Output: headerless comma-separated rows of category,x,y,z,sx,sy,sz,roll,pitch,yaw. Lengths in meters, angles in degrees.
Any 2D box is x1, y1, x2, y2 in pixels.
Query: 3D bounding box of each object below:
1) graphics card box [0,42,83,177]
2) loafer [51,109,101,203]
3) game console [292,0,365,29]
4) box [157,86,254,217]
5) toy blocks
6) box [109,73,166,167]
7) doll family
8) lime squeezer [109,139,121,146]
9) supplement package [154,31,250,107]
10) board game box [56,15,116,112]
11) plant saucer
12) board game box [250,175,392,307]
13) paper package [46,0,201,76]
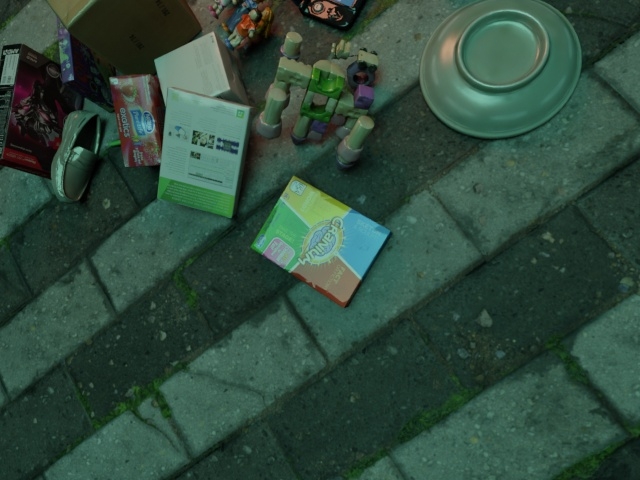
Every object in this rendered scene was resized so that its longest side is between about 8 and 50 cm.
graphics card box,-0.917,-0.404,1.303,0.095,0.233,0.370,3,84,19
loafer,-0.797,-0.278,1.321,0.112,0.112,0.318,2,83,23
game console,0.029,-0.807,1.139,0.250,0.173,0.292,30,92,16
box,-0.331,-0.245,1.142,0.233,0.058,0.321,15,109,1
toy blocks,-0.017,-0.354,1.098,0.289,0.260,0.308,13,60,-12
box,-0.522,-0.353,1.202,0.123,0.128,0.256,-4,103,2
doll family,-0.227,-0.691,1.233,0.163,0.118,0.262,-36,66,21
lime squeezer,-0.567,-0.383,1.303,0.310,0.059,0.109,-39,76,8
supplement package,-0.351,-0.466,1.208,0.203,0.149,0.194,-19,80,12
board game box,-0.753,-0.620,1.300,0.056,0.208,0.346,-12,81,13
plant saucer,0.459,-0.467,1.029,0.401,0.100,0.399,-2,83,14
board game box,0.000,0.000,1.109,0.317,0.064,0.242,31,92,16
paper package,-0.573,-0.686,1.202,0.310,0.325,0.168,-39,76,6
